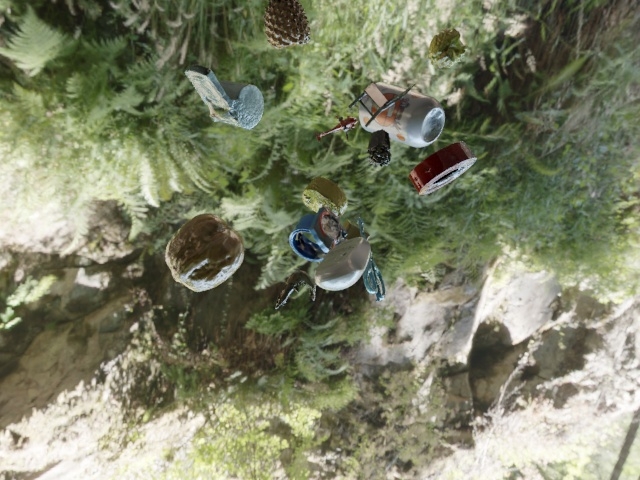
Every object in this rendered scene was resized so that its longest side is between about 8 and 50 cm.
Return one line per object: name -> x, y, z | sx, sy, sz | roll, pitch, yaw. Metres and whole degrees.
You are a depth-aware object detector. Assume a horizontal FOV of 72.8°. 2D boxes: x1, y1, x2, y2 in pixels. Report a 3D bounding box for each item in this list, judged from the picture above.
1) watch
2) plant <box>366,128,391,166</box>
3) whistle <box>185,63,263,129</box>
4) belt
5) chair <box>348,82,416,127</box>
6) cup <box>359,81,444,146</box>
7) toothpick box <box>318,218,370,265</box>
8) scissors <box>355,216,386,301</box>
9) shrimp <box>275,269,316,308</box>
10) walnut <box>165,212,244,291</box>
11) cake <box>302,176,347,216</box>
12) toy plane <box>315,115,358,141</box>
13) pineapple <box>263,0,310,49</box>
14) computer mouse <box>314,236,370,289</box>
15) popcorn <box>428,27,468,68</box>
watch -> 0.000, 0.000, 2.349 | 0.274, 0.305, 0.242 | -24, -155, 40
plant -> 0.227, -0.353, 1.677 | 0.091, 0.144, 0.094 | -7, 165, 36
whistle -> -0.406, -0.593, 1.841 | 0.168, 0.189, 0.404 | 20, -169, 28
belt -> 0.591, -0.350, 2.087 | 0.115, 0.323, 0.227 | 61, -171, 15
chair -> 0.205, -0.486, 1.440 | 0.101, 0.212, 0.084 | 46, -136, -10
cup -> 0.345, -0.518, 1.804 | 0.212, 0.213, 0.317 | -7, -150, -42
toothpick box -> 0.142, 0.051, 2.529 | 0.190, 0.308, 0.187 | 28, -172, -10
scissors -> 0.214, 0.075, 1.903 | 0.032, 0.394, 0.180 | -21, 157, 25
shrimp -> -0.095, 0.229, 1.823 | 0.147, 0.195, 0.035 | 36, 171, -23
walnut -> -0.510, 0.060, 1.897 | 0.306, 0.344, 0.306 | 45, -171, -9
cake -> 0.030, -0.239, 2.493 | 0.260, 0.179, 0.156 | 32, -118, 6
toy plane -> 0.074, -0.512, 1.945 | 0.193, 0.126, 0.077 | -4, 169, -4
pineapple -> -0.171, -1.102, 2.038 | 0.222, 0.358, 0.223 | -6, -153, 3
computer mouse -> 0.093, 0.095, 1.613 | 0.184, 0.121, 0.297 | -23, -168, 26
popcorn -> 0.574, -0.859, 1.952 | 0.173, 0.174, 0.142 | 8, -170, -6
